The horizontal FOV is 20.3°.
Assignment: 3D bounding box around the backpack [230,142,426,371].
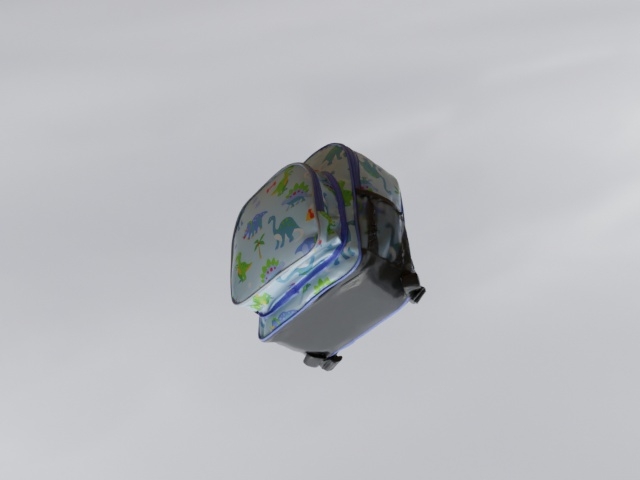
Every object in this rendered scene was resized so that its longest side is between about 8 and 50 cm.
[{"bbox_3d":[0.000,0.000,1.062,0.105,0.084,0.114,-40,-146,33],"label":"backpack"}]
